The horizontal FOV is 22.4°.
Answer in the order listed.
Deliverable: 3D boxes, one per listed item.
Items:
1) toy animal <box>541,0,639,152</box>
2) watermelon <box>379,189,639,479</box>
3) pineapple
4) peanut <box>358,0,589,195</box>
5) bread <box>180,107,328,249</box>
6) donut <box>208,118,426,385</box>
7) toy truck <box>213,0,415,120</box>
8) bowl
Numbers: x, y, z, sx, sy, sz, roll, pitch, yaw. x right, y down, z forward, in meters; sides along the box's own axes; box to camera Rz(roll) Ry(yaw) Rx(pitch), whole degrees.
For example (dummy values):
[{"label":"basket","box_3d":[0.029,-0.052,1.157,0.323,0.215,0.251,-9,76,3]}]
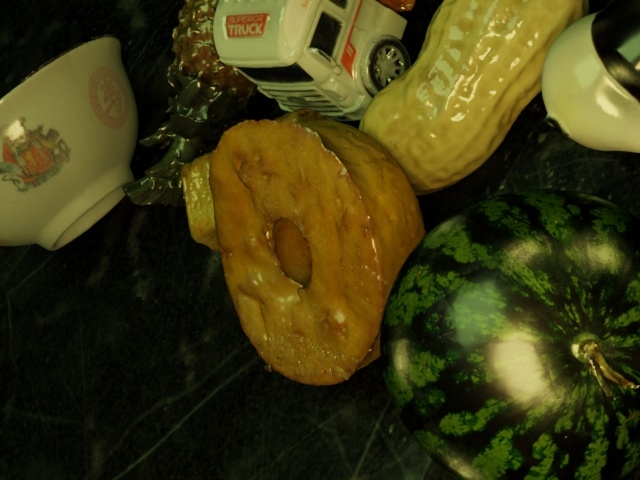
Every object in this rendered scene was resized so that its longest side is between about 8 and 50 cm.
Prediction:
[{"label":"toy animal","box_3d":[0.289,-0.163,1.468,0.179,0.138,0.166,-38,24,38]},{"label":"watermelon","box_3d":[0.178,0.083,1.352,0.269,0.269,0.269,-25,52,37]},{"label":"pineapple","box_3d":[-0.139,-0.178,1.924,0.310,0.141,0.170,-64,2,4]},{"label":"peanut","box_3d":[0.146,-0.159,1.620,0.305,0.147,0.147,-54,39,17]},{"label":"bread","box_3d":[-0.066,-0.065,1.817,0.211,0.083,0.114,-20,74,38]},{"label":"donut","box_3d":[0.000,0.003,1.625,0.277,0.108,0.278,20,118,44]},{"label":"toy truck","box_3d":[0.018,-0.340,1.795,0.173,0.207,0.388,6,73,49]},{"label":"bowl","box_3d":[-0.338,-0.090,2.042,0.345,0.345,0.157,-41,88,24]}]
